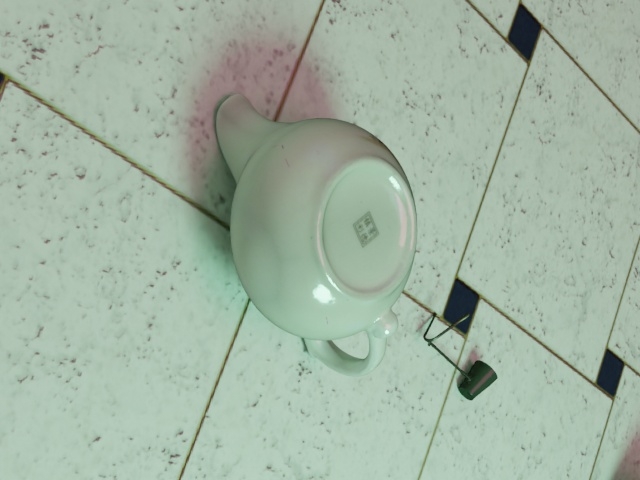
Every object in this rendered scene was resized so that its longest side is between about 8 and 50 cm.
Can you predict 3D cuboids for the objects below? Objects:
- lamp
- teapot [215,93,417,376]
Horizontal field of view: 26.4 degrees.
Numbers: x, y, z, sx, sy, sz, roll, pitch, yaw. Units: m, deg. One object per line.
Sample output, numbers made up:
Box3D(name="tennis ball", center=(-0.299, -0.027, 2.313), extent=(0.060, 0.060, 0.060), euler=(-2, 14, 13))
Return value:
Box3D(name="lamp", center=(0.154, 0.133, 1.516), extent=(0.054, 0.041, 0.121), euler=(-46, 128, -23))
Box3D(name="teapot", center=(0.000, 0.000, 1.274), extent=(0.204, 0.139, 0.298), euler=(-32, 113, -42))
